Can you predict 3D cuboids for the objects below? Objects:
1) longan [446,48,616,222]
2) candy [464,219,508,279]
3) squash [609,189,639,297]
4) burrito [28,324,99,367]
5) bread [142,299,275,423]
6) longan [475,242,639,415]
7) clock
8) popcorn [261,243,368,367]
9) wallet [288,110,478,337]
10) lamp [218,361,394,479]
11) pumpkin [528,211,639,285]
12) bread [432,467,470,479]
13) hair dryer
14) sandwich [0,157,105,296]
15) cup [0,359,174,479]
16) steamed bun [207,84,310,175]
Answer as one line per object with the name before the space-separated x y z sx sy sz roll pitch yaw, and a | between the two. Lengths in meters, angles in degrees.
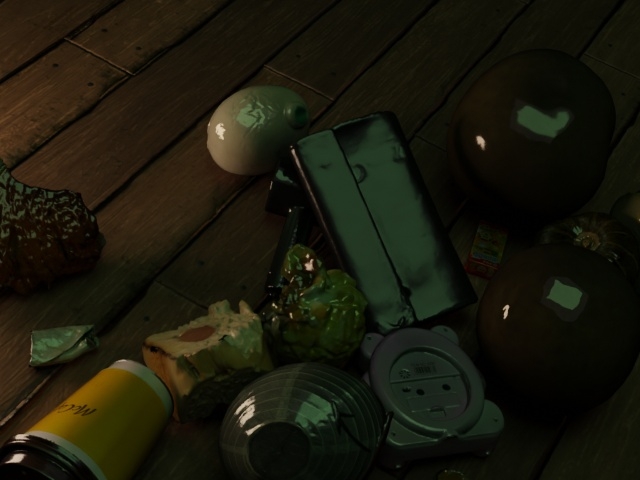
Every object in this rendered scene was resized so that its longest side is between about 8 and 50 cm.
longan | 0.428 -0.208 2.169 0.360 0.361 0.361 6 47 -7
candy | 0.328 0.018 2.135 0.062 0.038 0.122 19 47 6
squash | 0.628 0.011 2.081 0.041 0.219 0.219 -9 50 -19
burrito | -0.431 0.177 1.819 0.118 0.044 0.074 -5 51 -14
bread | -0.181 0.174 1.762 0.183 0.211 0.224 -21 60 -20
longan | 0.414 0.151 1.861 0.297 0.297 0.297 6 47 -7
clock | 0.176 0.259 1.846 0.227 0.090 0.248 -4 47 -16
popcorn | -0.016 0.116 1.859 0.198 0.213 0.198 -15 20 6
wallet | 0.114 -0.031 2.004 0.228 0.062 0.406 -19 76 -18
lamp | -0.023 0.299 1.663 0.233 0.265 0.233 44 18 -18
pumpkin | 0.507 0.045 2.079 0.219 0.162 0.219 -13 39 11
bread | 0.250 0.449 1.707 0.073 0.053 0.214 -19 52 -32
hair dryer | 0.000 0.000 2.053 0.244 0.116 0.302 16 58 1
sandwich | -0.528 -0.012 1.910 0.301 0.162 0.250 10 76 -24
cup | -0.346 0.312 1.626 0.196 0.196 0.280 26 41 12
steamed bun | -0.109 -0.214 2.158 0.228 0.177 0.130 -24 47 -36
